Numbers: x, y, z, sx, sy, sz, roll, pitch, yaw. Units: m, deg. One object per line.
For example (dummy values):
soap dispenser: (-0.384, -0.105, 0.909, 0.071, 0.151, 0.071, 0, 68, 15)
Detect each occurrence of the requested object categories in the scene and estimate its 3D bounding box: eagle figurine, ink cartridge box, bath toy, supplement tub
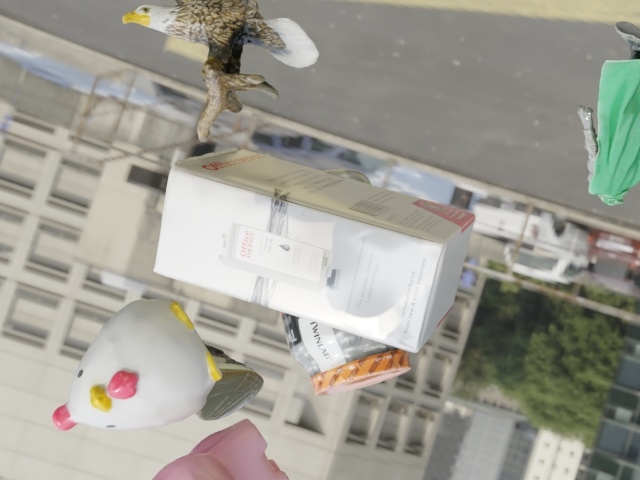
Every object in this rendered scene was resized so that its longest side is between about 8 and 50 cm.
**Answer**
eagle figurine: (-0.159, -0.320, 1.430, 0.226, 0.298, 0.225, -26, 157, 32)
ink cartridge box: (0.000, 0.000, 1.126, 0.283, 0.117, 0.207, 16, -166, 14)
bath toy: (-0.077, 0.209, 0.806, 0.348, 0.129, 0.151, 58, 170, 2)
supplement tub: (0.024, 0.066, 1.663, 0.194, 0.316, 0.193, -15, 166, -4)

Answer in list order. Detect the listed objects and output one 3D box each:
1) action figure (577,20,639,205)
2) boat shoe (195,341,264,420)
action figure: (0.299, -0.115, 1.046, 0.063, 0.137, 0.232, 57, 159, 36)
boat shoe: (-0.131, 0.137, 1.137, 0.073, 0.080, 0.223, 50, -171, 22)
